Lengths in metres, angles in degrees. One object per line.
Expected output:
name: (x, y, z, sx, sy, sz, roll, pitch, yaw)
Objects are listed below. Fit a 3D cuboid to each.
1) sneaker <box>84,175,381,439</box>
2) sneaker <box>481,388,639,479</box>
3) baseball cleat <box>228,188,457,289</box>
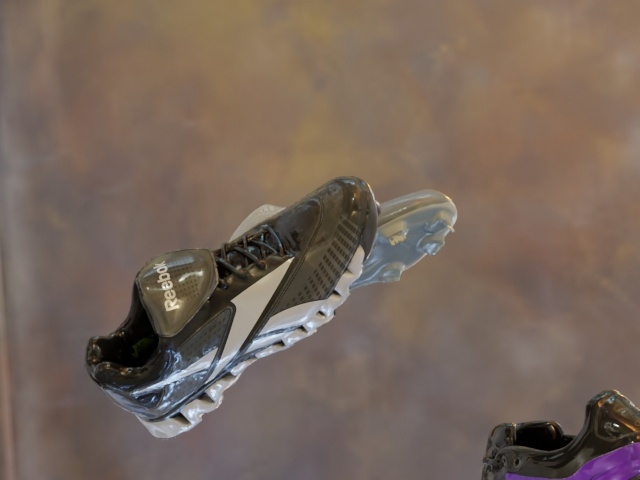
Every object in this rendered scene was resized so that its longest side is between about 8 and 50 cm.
sneaker: (-0.064, 0.036, 1.305, 0.106, 0.234, 0.078, 31, 24, -43)
sneaker: (0.162, 0.214, 1.537, 0.102, 0.293, 0.146, -8, 61, -51)
baseball cleat: (0.000, 0.000, 1.453, 0.072, 0.206, 0.109, 36, 28, -51)
